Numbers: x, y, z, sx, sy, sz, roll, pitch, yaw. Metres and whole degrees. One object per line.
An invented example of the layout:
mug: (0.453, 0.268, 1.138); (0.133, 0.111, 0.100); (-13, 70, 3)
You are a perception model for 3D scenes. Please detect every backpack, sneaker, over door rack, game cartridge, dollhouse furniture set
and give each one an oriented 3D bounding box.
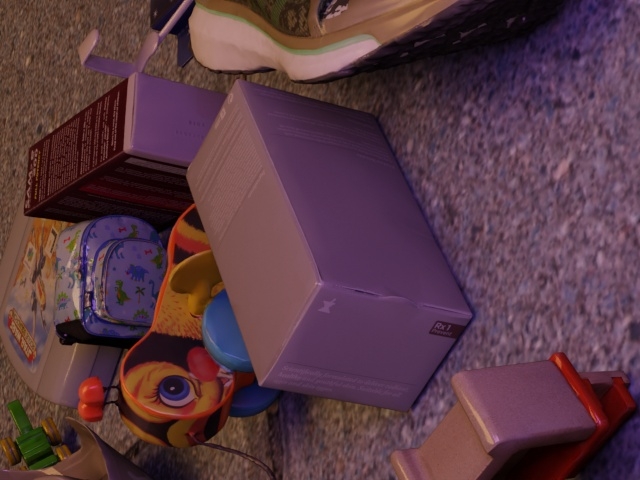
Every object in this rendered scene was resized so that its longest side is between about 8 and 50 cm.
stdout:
backpack: (-0.183, 0.035, 1.519); (0.084, 0.105, 0.114); (-18, 70, 43)
sneaker: (0.008, -0.210, 1.152); (0.410, 0.158, 0.182); (11, 116, 59)
over door rack: (-0.080, -0.304, 1.436); (0.324, 0.108, 0.240); (-39, 43, 20)
game cartridge: (-0.266, 0.046, 1.723); (0.297, 0.062, 0.198); (42, 112, 58)
dollhouse furniture set: (0.156, 0.185, 0.868); (0.262, 0.135, 0.259); (-56, 46, 34)

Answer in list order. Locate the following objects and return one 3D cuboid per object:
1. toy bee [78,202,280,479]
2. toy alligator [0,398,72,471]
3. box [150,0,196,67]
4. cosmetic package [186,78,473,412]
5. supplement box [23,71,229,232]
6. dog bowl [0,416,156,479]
toy bee: (-0.099, 0.083, 1.263); (0.298, 0.162, 0.195); (-99, 15, -54)
toy alligator: (-0.264, 0.236, 1.650); (0.190, 0.056, 0.051); (54, 163, 34)
box: (-0.118, -0.293, 1.607); (0.136, 0.036, 0.225); (-34, 51, 52)
cosmetic package: (0.000, 0.000, 1.184); (0.107, 0.127, 0.238); (-57, 33, 31)
supplement box: (-0.159, -0.070, 1.492); (0.239, 0.130, 0.073); (-23, 60, 55)
dog bowl: (-0.242, 0.330, 1.442); (0.348, 0.102, 0.349); (-37, 37, 35)
